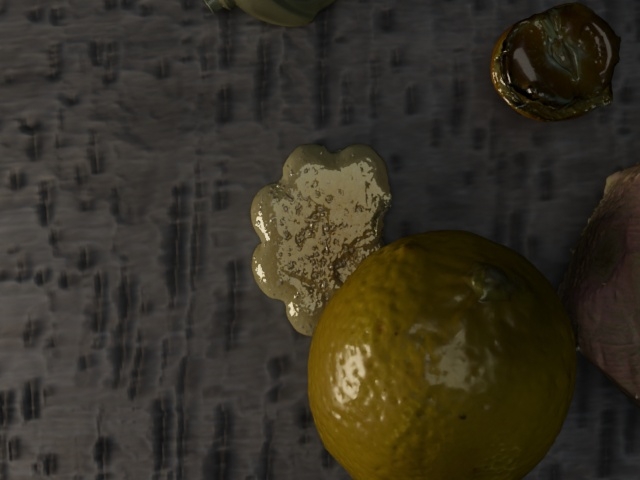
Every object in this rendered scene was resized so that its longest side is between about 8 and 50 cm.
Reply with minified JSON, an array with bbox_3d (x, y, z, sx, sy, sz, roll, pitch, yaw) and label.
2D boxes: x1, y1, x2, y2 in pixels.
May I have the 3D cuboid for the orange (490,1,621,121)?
[{"bbox_3d":[0.289,-0.220,1.490,0.170,0.112,0.160,33,79,-24],"label":"orange"}]

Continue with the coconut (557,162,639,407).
[{"bbox_3d":[0.494,0.061,1.368,0.404,0.404,0.405,0,91,-1],"label":"coconut"}]

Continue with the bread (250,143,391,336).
[{"bbox_3d":[0.000,0.000,1.526,0.181,0.039,0.251,1,92,-1],"label":"bread"}]

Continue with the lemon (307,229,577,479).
[{"bbox_3d":[0.142,0.152,1.389,0.336,0.336,0.336,0,91,-1],"label":"lemon"}]

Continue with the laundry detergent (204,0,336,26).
[{"bbox_3d":[-0.038,-0.368,1.492,0.253,0.091,0.181,-38,97,0],"label":"laundry detergent"}]
